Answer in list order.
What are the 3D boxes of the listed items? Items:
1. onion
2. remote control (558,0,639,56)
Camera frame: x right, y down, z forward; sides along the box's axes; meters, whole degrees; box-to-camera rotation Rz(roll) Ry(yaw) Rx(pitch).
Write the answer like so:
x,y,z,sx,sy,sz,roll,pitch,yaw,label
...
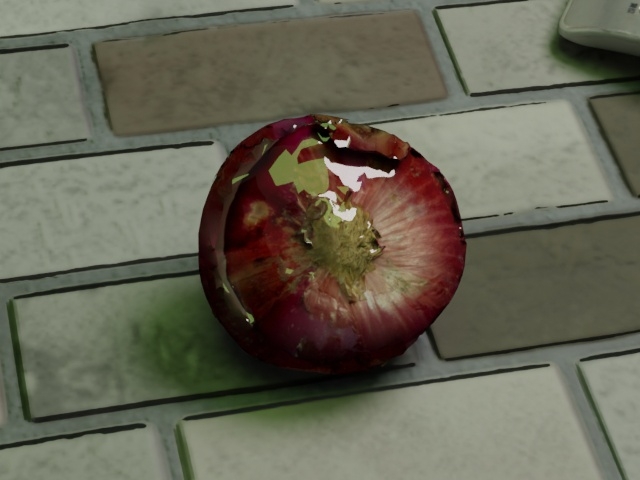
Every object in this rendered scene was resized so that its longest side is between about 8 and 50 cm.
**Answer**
x,y,z,sx,sy,sz,roll,pitch,yaw,label
0.000,0.000,0.933,0.150,0.140,0.150,-1,94,-10,onion
0.318,-0.137,1.073,0.313,0.055,0.109,15,58,21,remote control
